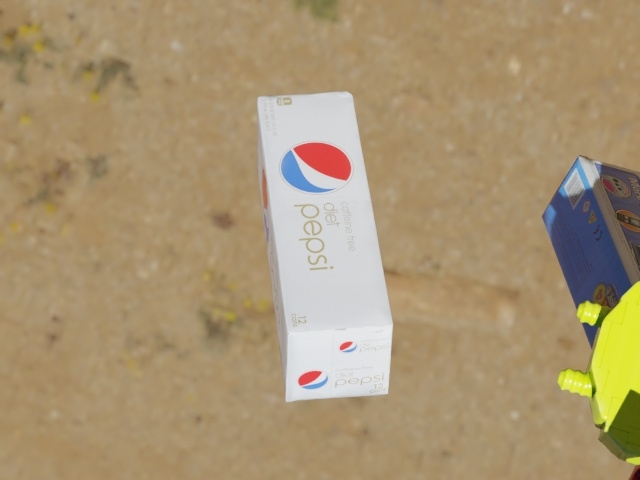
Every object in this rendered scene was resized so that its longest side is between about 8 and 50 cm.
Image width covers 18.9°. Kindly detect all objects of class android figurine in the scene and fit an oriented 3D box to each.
[{"bbox_3d":[0.339,0.123,1.621,0.273,0.248,0.056,14,165,6],"label":"android figurine"}]

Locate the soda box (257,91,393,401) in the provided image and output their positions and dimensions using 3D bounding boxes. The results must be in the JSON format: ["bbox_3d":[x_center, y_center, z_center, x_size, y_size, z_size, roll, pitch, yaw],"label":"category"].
[{"bbox_3d":[0.000,0.000,1.280,0.069,0.216,0.074,-4,138,-6],"label":"soda box"}]

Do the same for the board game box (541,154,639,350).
[{"bbox_3d":[0.402,0.072,1.914,0.302,0.308,0.086,14,125,-21],"label":"board game box"}]

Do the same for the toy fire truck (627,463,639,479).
[{"bbox_3d":[0.287,0.244,1.531,0.135,0.047,0.192,27,159,5],"label":"toy fire truck"}]
